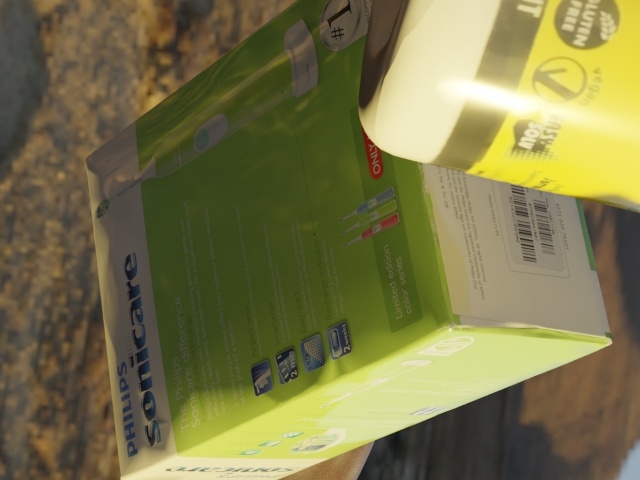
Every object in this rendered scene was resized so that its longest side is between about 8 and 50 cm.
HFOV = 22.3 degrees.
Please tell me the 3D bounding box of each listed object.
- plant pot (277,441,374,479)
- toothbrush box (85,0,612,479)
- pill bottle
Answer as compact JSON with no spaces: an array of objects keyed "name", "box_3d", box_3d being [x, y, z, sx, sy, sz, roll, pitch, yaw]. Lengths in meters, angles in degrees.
[{"name":"plant pot","box_3d":[-0.019,0.155,1.646,0.230,0.215,0.215,-55,-174,21]},{"name":"toothbrush box","box_3d":[0.000,0.000,0.896,0.283,0.122,0.206,-29,-117,43]},{"name":"pill bottle","box_3d":[0.196,-0.091,0.643,0.188,0.333,0.188,-168,-90,-85]}]
